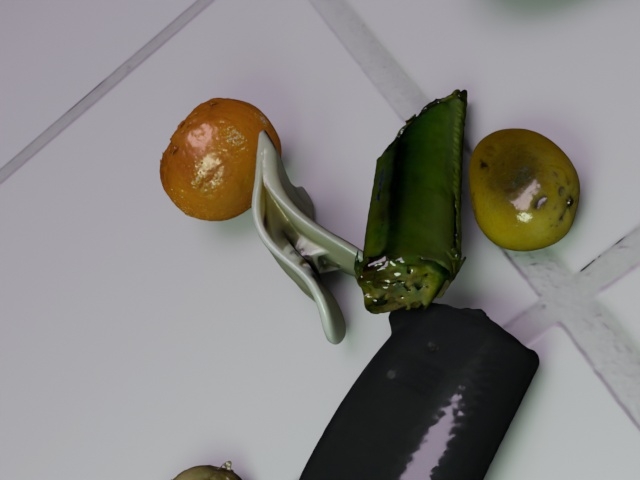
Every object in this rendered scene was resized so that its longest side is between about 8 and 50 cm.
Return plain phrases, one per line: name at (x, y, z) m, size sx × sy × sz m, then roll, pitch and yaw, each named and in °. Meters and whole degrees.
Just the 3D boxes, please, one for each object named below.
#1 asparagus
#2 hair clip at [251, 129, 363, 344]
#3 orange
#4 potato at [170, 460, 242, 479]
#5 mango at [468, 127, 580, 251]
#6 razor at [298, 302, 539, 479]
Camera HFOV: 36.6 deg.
asparagus at (0.123, -0.069, 1.235) m, size 0.129 × 0.108 × 0.381 m, roll -10°, pitch 43°, yaw 21°
hair clip at (-0.018, 0.007, 1.304) m, size 0.113 × 0.172 × 0.282 m, roll -38°, pitch 58°, yaw -3°
orange at (-0.145, -0.116, 1.449) m, size 0.161 × 0.193 × 0.193 m, roll 42°, pitch 90°, yaw 8°
potato at (-0.151, 0.315, 1.233) m, size 0.172 × 0.100 × 0.089 m, roll 12°, pitch 64°, yaw 43°
mango at (0.242, -0.070, 1.201) m, size 0.137 × 0.098 × 0.195 m, roll -41°, pitch 41°, yaw 12°
razor at (0.098, 0.232, 1.095) m, size 0.204 × 0.113 × 0.349 m, roll 16°, pitch 72°, yaw 44°
